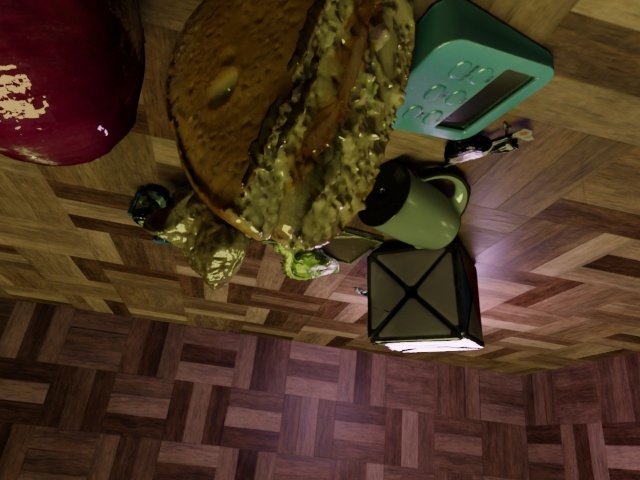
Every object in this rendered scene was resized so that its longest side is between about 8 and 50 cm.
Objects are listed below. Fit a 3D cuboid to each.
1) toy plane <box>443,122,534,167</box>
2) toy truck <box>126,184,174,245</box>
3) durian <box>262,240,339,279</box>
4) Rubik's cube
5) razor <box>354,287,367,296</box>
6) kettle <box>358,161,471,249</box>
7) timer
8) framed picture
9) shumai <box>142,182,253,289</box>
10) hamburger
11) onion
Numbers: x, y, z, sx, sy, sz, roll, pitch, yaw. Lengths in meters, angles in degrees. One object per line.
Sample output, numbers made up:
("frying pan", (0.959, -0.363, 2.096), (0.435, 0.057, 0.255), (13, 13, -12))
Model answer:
("toy plane", (0.332, -0.197, 0.935), (0.197, 0.053, 0.078), (-14, 157, 39))
("toy truck", (-0.471, -0.063, 1.335), (0.126, 0.113, 0.208), (-3, 151, 29))
("durian", (-0.055, 0.067, 1.481), (0.132, 0.106, 0.375), (-19, 150, 34))
("Rubik's cube", (0.335, 0.192, 1.459), (0.311, 0.304, 0.307), (-9, 158, 26))
("razor", (0.225, 0.201, 1.826), (0.068, 0.037, 0.191), (26, 149, -34))
("kettle", (0.244, -0.087, 1.087), (0.237, 0.161, 0.221), (24, 119, -35))
("timer", (0.238, -0.260, 0.777), (0.250, 0.091, 0.232), (13, 154, -23))
("framed picture", (0.000, 0.000, 1.466), (0.335, 0.022, 0.247), (14, 155, -17))
("shumai", (-0.354, -0.009, 1.245), (0.263, 0.266, 0.314), (17, 150, -21))
("hamburger", (-0.050, -0.215, 0.631), (0.287, 0.445, 0.268), (16, 172, 34))
("onion", (-0.433, -0.263, 0.596), (0.386, 0.347, 0.347), (-10, 155, -3))
